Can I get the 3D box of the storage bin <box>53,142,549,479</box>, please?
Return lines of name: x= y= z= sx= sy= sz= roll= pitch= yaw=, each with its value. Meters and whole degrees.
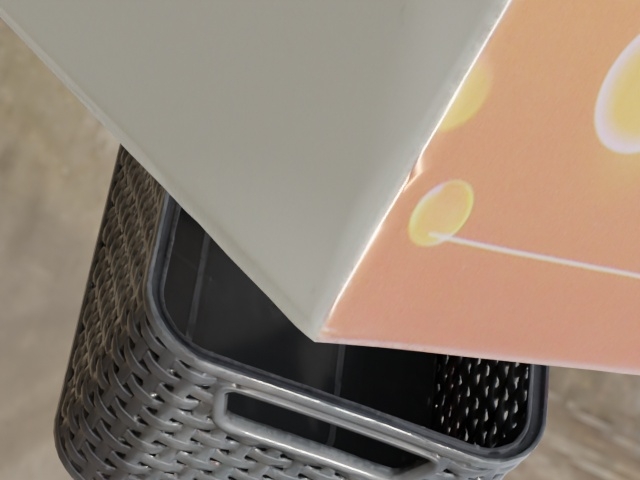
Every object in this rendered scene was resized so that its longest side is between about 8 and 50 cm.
storage bin: x=0.000 y=0.000 z=0.614 sx=0.084 sy=0.122 sz=0.180 roll=127 pitch=-22 yaw=-48

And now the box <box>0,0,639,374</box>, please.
box: x=0.104 y=-0.153 z=0.455 sx=0.215 sy=0.168 sz=0.345 roll=9 pitch=118 yaw=-46
